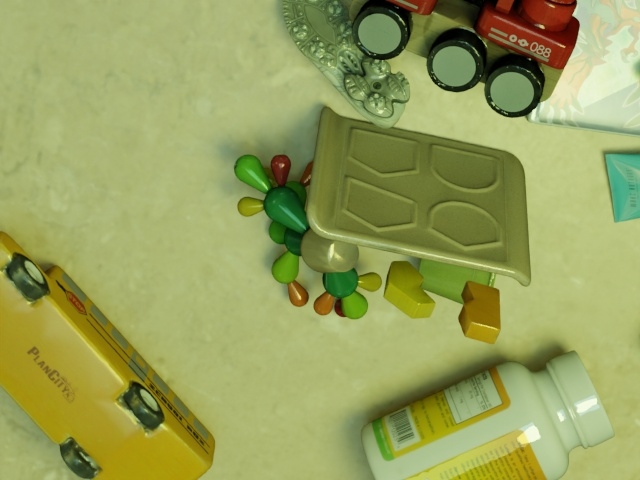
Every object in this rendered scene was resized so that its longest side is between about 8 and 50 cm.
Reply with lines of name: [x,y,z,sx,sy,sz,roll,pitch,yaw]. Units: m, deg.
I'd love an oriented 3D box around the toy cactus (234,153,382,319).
toy cactus: [0.000,0.000,1.528,0.112,0.180,0.219,-31,108,-14]

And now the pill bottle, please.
pill bottle: [0.179,0.211,1.592,0.246,0.136,0.136,-25,102,5]

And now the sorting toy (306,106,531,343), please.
sorting toy: [0.096,-0.014,1.465,0.229,0.307,0.041,15,126,-5]

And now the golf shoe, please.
golf shoe: [0.021,-0.182,1.535,0.069,0.086,0.176,-33,74,-10]

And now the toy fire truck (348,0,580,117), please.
toy fire truck: [0.161,-0.262,1.423,0.217,0.158,0.246,24,123,1]

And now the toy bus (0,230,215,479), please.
toy bus: [-0.256,0.139,1.574,0.108,0.130,0.332,-39,101,9]

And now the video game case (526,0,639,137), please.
video game case: [0.320,-0.209,1.553,0.183,0.023,0.201,7,103,-2]

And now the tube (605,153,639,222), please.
tube: [0.406,-0.064,1.564,0.207,0.052,0.080,-5,110,17]

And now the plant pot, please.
plant pot: [0.145,0.033,1.586,0.079,0.083,0.083,11,103,9]
